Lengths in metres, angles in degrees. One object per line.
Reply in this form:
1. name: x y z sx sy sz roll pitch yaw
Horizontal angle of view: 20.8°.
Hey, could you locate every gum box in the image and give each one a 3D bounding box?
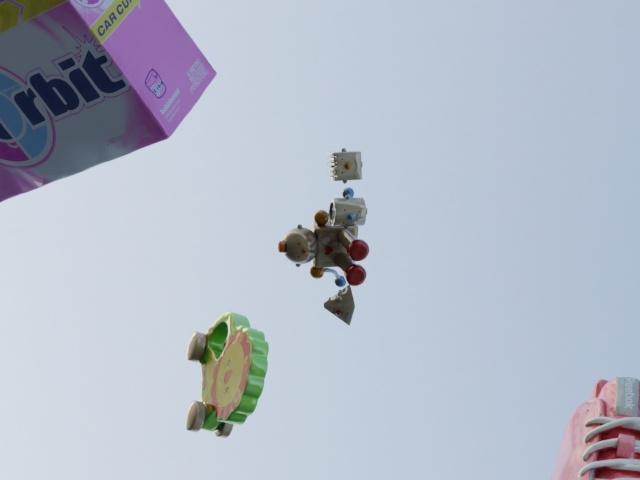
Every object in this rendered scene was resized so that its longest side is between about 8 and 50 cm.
1. gum box: -0.163 -0.088 0.937 0.188 0.062 0.107 -17 -61 38

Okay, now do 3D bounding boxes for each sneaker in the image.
1. sneaker: 0.204 0.167 1.239 0.116 0.314 0.136 6 -87 5

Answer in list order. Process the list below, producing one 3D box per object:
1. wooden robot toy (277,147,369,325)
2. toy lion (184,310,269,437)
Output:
1. wooden robot toy: 0.000 0.000 1.654 0.076 0.079 0.173 -125 -144 -65
2. toy lion: -0.066 0.094 1.281 0.096 0.034 0.100 -49 -146 43
